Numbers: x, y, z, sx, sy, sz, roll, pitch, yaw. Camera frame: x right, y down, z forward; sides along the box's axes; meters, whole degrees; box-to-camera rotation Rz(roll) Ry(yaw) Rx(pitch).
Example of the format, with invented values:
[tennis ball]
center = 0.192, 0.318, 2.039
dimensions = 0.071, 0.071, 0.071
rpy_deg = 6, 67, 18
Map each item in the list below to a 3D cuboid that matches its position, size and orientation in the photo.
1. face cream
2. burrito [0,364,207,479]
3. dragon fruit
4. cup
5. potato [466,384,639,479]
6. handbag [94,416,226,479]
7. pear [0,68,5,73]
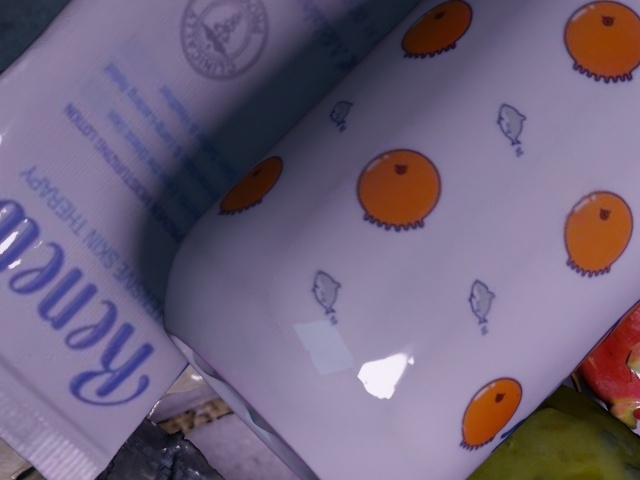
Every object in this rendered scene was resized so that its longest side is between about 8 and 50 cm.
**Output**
[face cream]
center = -0.080, -0.070, 0.841
dimensions = 0.420, 0.137, 0.235
rpy_deg = -48, 125, -14
[burrito]
center = -0.237, 0.130, 0.967
dimensions = 0.392, 0.076, 0.117
rpy_deg = -26, 90, 10
[dragon fruit]
center = 0.194, 0.065, 0.882
dimensions = 0.086, 0.081, 0.116
rpy_deg = -38, 97, -14
[cup]
center = 0.075, -0.011, 0.781
dimensions = 0.317, 0.212, 0.212
rpy_deg = -43, 84, -11
[potato]
center = 0.154, 0.230, 0.830
dimensions = 0.215, 0.216, 0.304
rpy_deg = -32, 79, 10
[handbag]
center = -0.075, 0.217, 0.888
dimensions = 0.270, 0.088, 0.175
rpy_deg = 34, 122, 20
[pear]
center = -0.176, -0.041, 0.913
dimensions = 0.148, 0.162, 0.149
rpy_deg = 1, 101, 4
